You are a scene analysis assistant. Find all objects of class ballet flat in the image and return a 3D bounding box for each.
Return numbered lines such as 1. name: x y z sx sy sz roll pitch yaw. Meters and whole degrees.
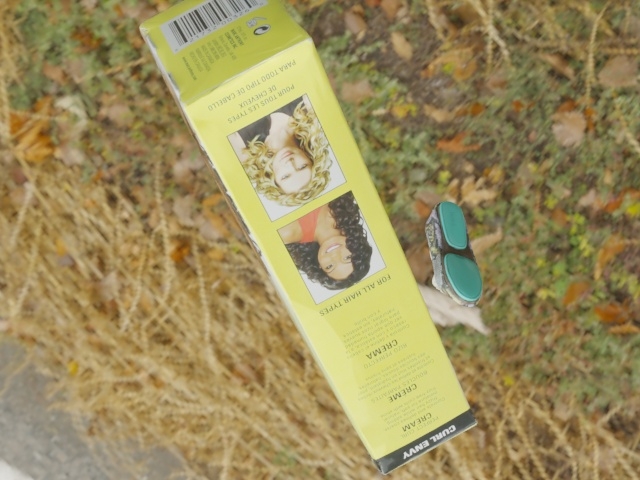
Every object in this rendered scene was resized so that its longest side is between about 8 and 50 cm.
1. ballet flat: 0.106 0.019 0.893 0.041 0.114 0.041 -2 135 -2

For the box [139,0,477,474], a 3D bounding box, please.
1. box: 0.000 0.000 0.497 0.232 0.058 0.087 63 177 -37
